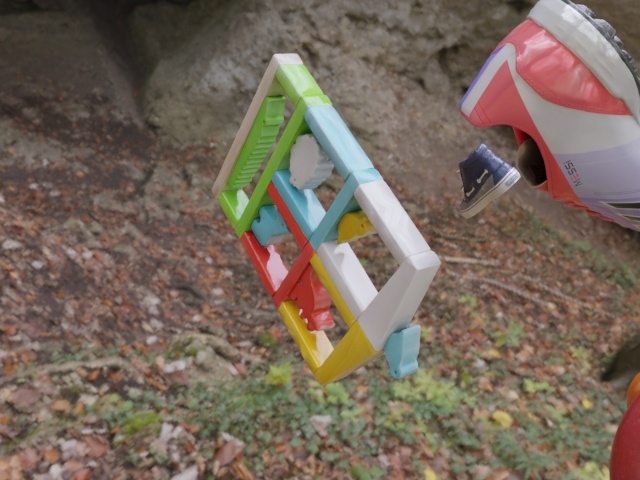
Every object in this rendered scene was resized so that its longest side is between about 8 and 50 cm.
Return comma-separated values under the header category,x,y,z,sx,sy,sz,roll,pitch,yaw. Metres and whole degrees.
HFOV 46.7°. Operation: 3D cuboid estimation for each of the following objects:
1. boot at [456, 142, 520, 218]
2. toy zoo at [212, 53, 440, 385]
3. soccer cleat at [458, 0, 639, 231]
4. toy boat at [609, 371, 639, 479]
category,x,y,z,sx,sy,sz,roll,pitch,yaw
boot,0.270,-0.104,1.277,0.086,0.069,0.190,46,-21,3
toy zoo,0.000,0.000,0.678,0.030,0.192,0.293,-12,60,-37
soccer cleat,0.236,-0.069,0.635,0.318,0.116,0.109,36,17,-39
toy boat,0.270,0.117,0.486,0.231,0.151,0.151,-23,99,-27
